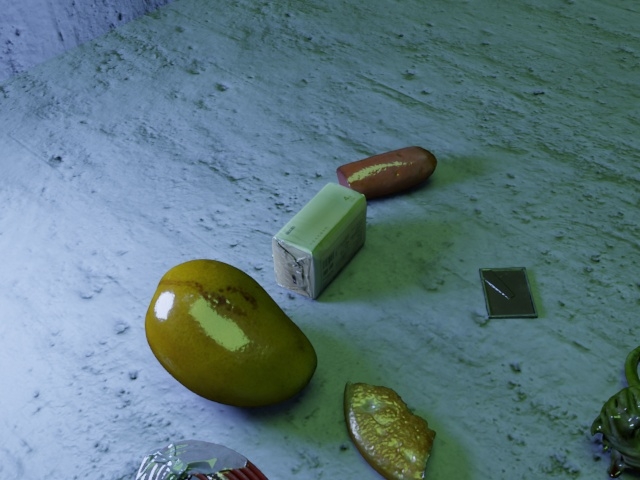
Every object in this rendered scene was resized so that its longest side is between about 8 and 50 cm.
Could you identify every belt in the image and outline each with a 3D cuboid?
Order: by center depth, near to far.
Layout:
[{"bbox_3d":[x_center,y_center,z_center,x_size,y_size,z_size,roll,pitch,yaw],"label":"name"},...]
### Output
[{"bbox_3d":[-0.192,0.477,1.234,0.324,0.115,0.227,31,52,30],"label":"belt"}]

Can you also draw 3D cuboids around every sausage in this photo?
[{"bbox_3d":[0.178,-0.176,1.894,0.259,0.113,0.113,-15,46,-11],"label":"sausage"}]

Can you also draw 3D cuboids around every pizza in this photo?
[{"bbox_3d":[0.128,0.365,1.376,0.134,0.056,0.271,-32,50,-24],"label":"pizza"}]

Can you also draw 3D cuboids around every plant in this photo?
[{"bbox_3d":[0.622,0.323,1.395,0.251,0.180,0.333,-5,11,7],"label":"plant"}]

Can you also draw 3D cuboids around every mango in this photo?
[{"bbox_3d":[-0.186,0.193,1.458,0.378,0.221,0.264,30,48,18],"label":"mango"}]

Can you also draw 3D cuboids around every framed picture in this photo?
[{"bbox_3d":[0.424,0.117,1.648,0.109,0.011,0.149,0,44,2],"label":"framed picture"}]

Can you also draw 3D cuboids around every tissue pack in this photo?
[{"bbox_3d":[0.000,0.000,1.683,0.125,0.159,0.234,23,50,24],"label":"tissue pack"}]
